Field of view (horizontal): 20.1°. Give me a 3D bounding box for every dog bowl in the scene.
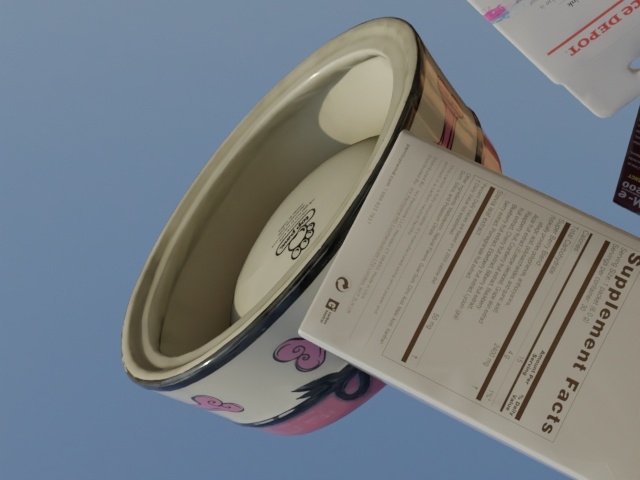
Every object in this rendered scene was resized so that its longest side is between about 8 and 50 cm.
[{"bbox_3d":[0.000,0.000,1.652,0.150,0.408,0.408,38,-162,-21],"label":"dog bowl"}]

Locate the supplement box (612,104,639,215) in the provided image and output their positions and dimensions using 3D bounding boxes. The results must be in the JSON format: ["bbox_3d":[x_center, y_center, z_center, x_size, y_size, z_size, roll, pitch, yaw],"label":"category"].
[{"bbox_3d":[0.372,-0.135,1.704,0.130,0.239,0.073,2,-162,-39],"label":"supplement box"}]

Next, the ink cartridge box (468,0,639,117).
[{"bbox_3d":[0.136,-0.169,1.000,0.198,0.115,0.067,39,-152,-30],"label":"ink cartridge box"}]

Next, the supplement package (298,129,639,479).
[{"bbox_3d":[0.166,0.069,1.348,0.293,0.175,0.177,26,176,18],"label":"supplement package"}]
